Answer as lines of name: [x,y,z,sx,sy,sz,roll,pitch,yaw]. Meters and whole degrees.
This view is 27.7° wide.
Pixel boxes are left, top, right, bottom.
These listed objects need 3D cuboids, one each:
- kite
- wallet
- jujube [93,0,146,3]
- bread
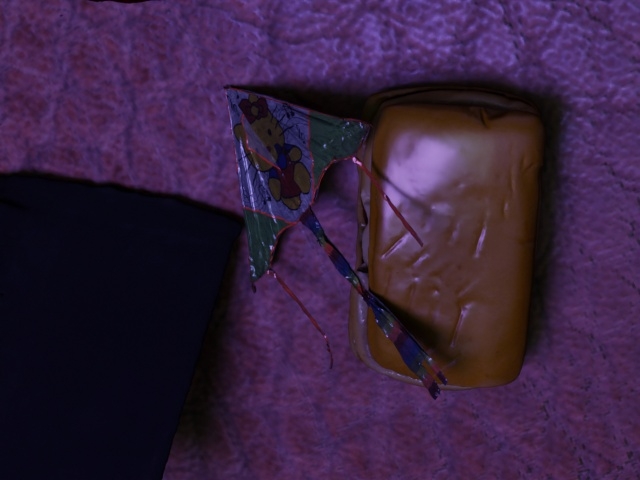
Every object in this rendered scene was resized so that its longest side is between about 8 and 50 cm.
kite: [0.000,0.000,0.800,0.244,0.006,0.198,56,143,19]
wallet: [-0.235,0.065,0.867,0.323,0.041,0.247,13,76,13]
jujube: [-0.112,-0.180,0.783,0.129,0.077,0.077,-7,108,25]
bread: [0.074,0.005,0.798,0.116,0.077,0.200,5,113,7]
